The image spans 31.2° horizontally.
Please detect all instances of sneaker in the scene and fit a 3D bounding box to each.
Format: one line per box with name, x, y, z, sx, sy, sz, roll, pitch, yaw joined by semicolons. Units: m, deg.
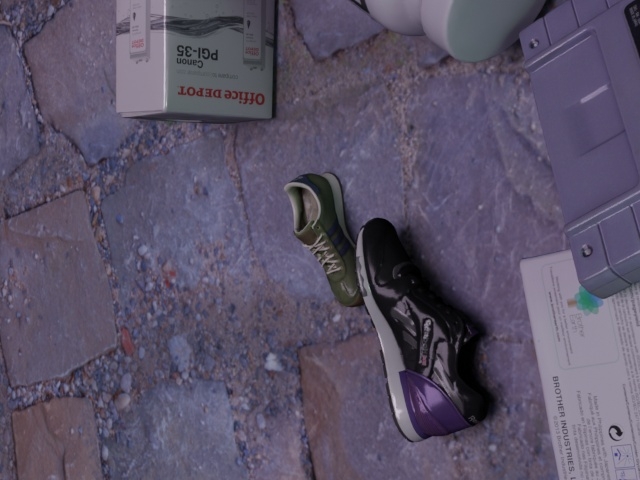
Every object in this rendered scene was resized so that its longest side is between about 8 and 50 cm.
sneaker;0.000;0.000;1.537;0.064;0.086;0.192;-26;74;40
sneaker;0.136;0.098;1.426;0.124;0.107;0.283;-20;81;26

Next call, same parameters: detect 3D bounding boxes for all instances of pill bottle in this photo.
pill bottle;0.092;-0.372;1.361;0.363;0.210;0.210;44;119;32

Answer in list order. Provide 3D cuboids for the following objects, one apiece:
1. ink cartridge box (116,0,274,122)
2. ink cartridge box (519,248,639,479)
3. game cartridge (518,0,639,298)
ink cartridge box;-0.171;-0.310;1.604;0.117;0.207;0.283;4;94;44
ink cartridge box;0.415;0.110;1.117;0.395;0.151;0.270;-16;80;43
game cartridge;0.328;-0.140;1.146;0.230;0.068;0.355;-35;43;34
